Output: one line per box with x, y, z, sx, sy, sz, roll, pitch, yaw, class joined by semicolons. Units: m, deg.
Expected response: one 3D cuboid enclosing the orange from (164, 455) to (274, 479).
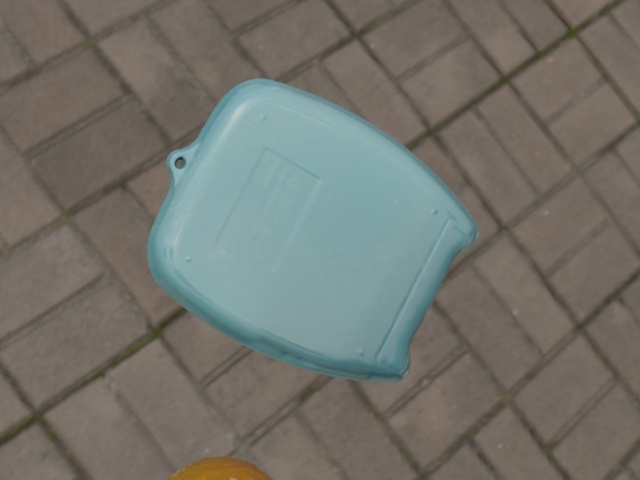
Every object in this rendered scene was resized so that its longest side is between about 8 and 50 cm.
-0.113;0.357;1.358;0.193;0.219;0.219;-28;83;-11;orange

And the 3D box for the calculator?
0.000;0.000;1.195;0.386;0.054;0.256;28;89;-36;calculator
